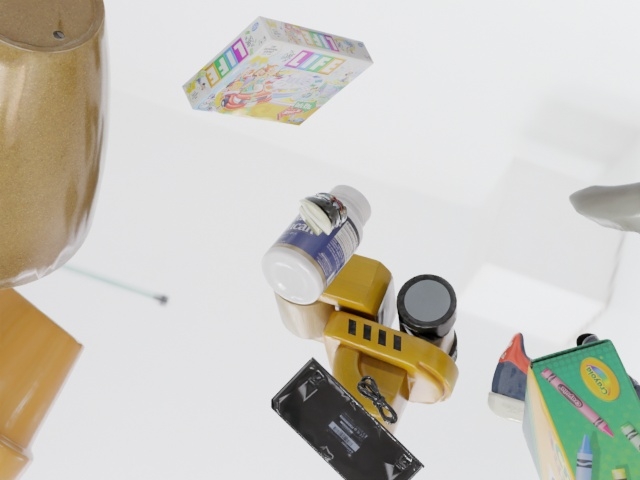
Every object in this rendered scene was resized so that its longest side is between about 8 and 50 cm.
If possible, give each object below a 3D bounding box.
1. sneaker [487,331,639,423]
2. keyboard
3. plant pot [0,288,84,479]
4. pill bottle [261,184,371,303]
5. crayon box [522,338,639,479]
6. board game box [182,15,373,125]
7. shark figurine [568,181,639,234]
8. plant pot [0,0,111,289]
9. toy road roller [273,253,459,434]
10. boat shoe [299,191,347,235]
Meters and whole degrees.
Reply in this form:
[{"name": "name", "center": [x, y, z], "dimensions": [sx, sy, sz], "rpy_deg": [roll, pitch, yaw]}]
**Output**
[{"name": "sneaker", "center": [0.425, 0.217, 1.781], "dimensions": [0.131, 0.350, 0.148], "rpy_deg": [41, -119, -86]}, {"name": "keyboard", "center": [0.040, 0.213, 1.421], "dimensions": [0.108, 0.180, 0.023], "rpy_deg": [-46, -3, 8]}, {"name": "plant pot", "center": [-0.372, 0.151, 1.375], "dimensions": [0.188, 0.205, 0.205], "rpy_deg": [-51, -2, -10]}, {"name": "pill bottle", "center": [0.000, 0.000, 1.684], "dimensions": [0.169, 0.094, 0.094], "rpy_deg": [-51, -11, -38]}, {"name": "crayon box", "center": [0.262, 0.248, 1.076], "dimensions": [0.165, 0.081, 0.278], "rpy_deg": [78, 175, -59]}, {"name": "board game box", "center": [-0.036, -0.149, 1.108], "dimensions": [0.103, 0.026, 0.154], "rpy_deg": [-38, -22, 30]}, {"name": "shark figurine", "center": [0.437, -0.085, 1.454], "dimensions": [0.278, 0.116, 0.166], "rpy_deg": [-32, 46, 11]}, {"name": "plant pot", "center": [-0.271, -0.122, 1.042], "dimensions": [0.254, 0.237, 0.237], "rpy_deg": [-52, 15, 47]}, {"name": "toy road roller", "center": [0.056, 0.167, 1.926], "dimensions": [0.202, 0.329, 0.240], "rpy_deg": [79, -147, -60]}, {"name": "boat shoe", "center": [0.004, -0.033, 1.334], "dimensions": [0.042, 0.049, 0.133], "rpy_deg": [-37, 0, -4]}]
